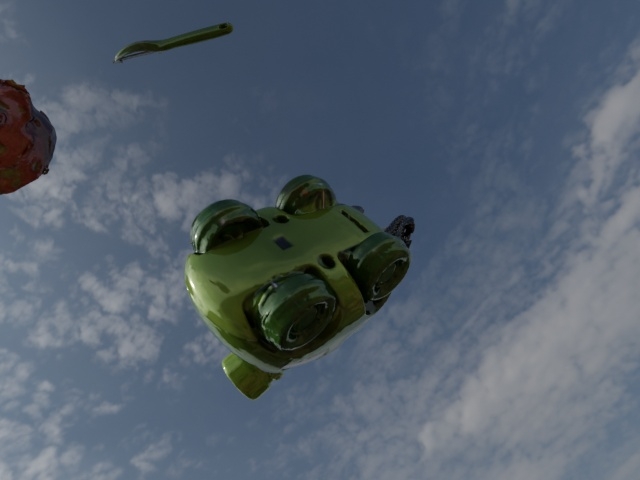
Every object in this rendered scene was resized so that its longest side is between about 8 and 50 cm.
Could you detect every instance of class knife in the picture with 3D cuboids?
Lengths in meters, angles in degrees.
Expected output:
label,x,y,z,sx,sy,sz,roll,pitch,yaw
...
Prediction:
label,x,y,z,sx,sy,sz,roll,pitch,yaw
knife,-0.211,-0.278,0.642,0.184,0.022,0.026,-12,-20,5

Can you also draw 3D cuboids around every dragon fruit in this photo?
label,x,y,z,sx,sy,sz,roll,pitch,yaw
dragon fruit,-0.580,-0.219,0.844,0.126,0.274,0.161,-15,-32,-13

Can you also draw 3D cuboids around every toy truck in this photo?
label,x,y,z,sx,sy,sz,roll,pitch,yaw
toy truck,-0.018,0.050,0.434,0.187,0.148,0.210,-34,-35,-23

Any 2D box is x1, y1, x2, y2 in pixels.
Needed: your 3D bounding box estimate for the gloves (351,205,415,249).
label,x,y,z,sx,sy,sz,roll,pitch,yaw
gloves,0.091,0.001,0.769,0.181,0.129,0.106,2,-80,-63
